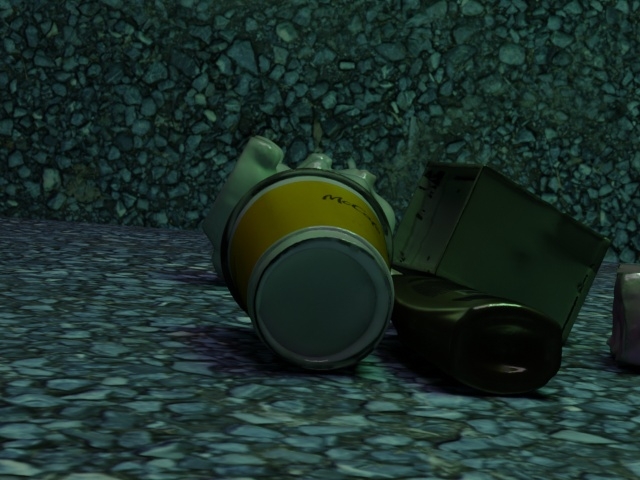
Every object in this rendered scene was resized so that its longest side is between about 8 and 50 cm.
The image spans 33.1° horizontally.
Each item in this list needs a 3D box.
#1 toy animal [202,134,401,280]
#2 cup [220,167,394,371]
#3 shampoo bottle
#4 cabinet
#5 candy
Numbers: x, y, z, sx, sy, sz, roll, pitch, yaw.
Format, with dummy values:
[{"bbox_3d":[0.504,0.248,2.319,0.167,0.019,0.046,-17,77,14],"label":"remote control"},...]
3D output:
[{"bbox_3d":[0.001,-0.010,1.724,0.368,0.241,0.196,18,11,-4],"label":"toy animal"},{"bbox_3d":[-0.008,0.031,1.121,0.197,0.196,0.279,4,10,-5],"label":"cup"},{"bbox_3d":[0.136,0.085,1.124,0.126,0.084,0.350,6,3,-11],"label":"shampoo bottle"},{"bbox_3d":[0.213,0.013,1.338,0.206,0.145,0.150,28,-6,-23],"label":"cabinet"},{"bbox_3d":[0.454,0.089,1.183,0.265,0.115,0.155,5,4,9],"label":"candy"}]
